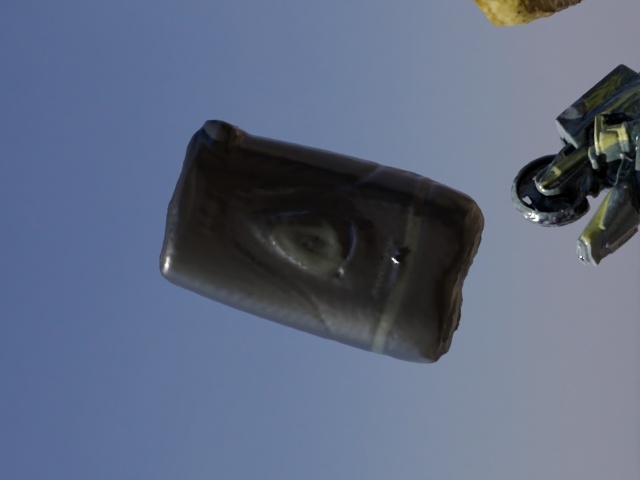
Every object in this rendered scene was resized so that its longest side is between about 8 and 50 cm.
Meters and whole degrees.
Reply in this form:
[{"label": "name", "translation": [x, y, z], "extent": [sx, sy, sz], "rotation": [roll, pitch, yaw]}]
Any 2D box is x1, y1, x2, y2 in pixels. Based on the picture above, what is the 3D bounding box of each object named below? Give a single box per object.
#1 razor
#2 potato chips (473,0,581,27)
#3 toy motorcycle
[{"label": "razor", "translation": [0.001, 0.000, 1.838], "extent": [0.113, 0.349, 0.204], "rotation": [-50, -22, -87]}, {"label": "potato chips", "translation": [0.240, -0.278, 1.668], "extent": [0.080, 0.057, 0.407], "rotation": [61, -149, -11]}, {"label": "toy motorcycle", "translation": [0.213, -0.060, 1.028], "extent": [0.193, 0.124, 0.061], "rotation": [-43, -40, -16]}]
